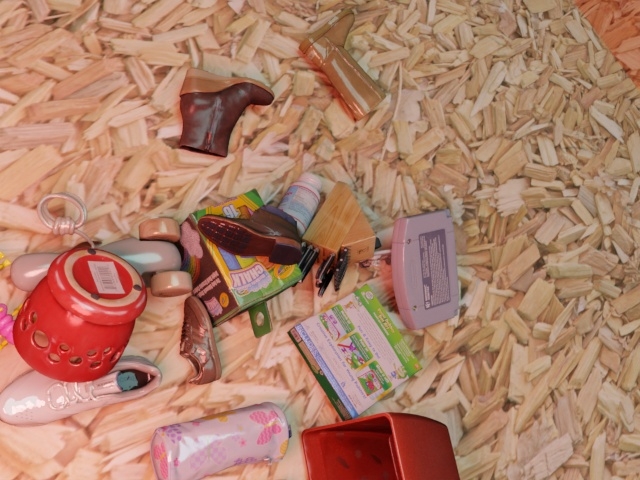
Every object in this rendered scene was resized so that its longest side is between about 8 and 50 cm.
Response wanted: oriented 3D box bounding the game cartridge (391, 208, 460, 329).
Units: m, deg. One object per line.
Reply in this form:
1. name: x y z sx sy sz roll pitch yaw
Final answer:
1. game cartridge: 0.273 0.075 1.680 0.196 0.060 0.294 -12 100 -38

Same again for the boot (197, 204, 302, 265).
1. boot: -0.140 -0.026 1.315 0.219 0.082 0.106 21 39 -18

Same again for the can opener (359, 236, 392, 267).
1. can opener: 0.198 0.020 1.704 0.281 0.074 0.093 -4 73 -33

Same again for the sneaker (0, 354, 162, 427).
1. sneaker: -0.433 0.265 1.184 0.297 0.129 0.110 -11 83 -32

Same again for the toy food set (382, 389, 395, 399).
1. toy food set: 0.147 0.346 1.569 0.083 0.020 0.083 31 58 -17

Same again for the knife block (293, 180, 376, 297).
1. knife block: 0.000 0.000 1.575 0.242 0.088 0.275 -15 53 -12

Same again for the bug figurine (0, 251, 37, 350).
1. bug figurine: -0.629 0.145 1.106 0.279 0.072 0.216 -46 105 -17

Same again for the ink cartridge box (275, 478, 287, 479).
1. ink cartridge box: -0.057 0.667 1.283 0.165 0.065 0.332 -27 84 -36

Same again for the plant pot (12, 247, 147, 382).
1. plant pot: -0.409 0.120 1.113 0.191 0.174 0.191 26 30 -16

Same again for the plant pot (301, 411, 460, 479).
1. plant pot: 0.152 0.507 1.374 0.236 0.267 0.267 6 66 -44

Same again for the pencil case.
1. pencil case: -0.197 0.405 1.280 0.273 0.113 0.124 -4 92 -33

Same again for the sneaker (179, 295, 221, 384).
1. sneaker: -0.264 0.208 1.350 0.071 0.066 0.188 -12 76 -33

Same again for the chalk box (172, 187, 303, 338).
1. chalk box: -0.173 0.068 1.396 0.179 0.180 0.288 -26 86 -36

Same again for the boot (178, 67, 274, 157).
1. boot: -0.230 -0.302 1.594 0.249 0.090 0.206 6 79 -30

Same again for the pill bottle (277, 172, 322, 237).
1. pill bottle: -0.053 -0.087 1.590 0.087 0.087 0.160 34 56 -15

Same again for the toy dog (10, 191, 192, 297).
1. toy dog: -0.420 0.052 1.298 0.334 0.161 0.220 14 65 -9

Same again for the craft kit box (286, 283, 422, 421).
1. craft kit box: 0.085 0.260 1.531 0.247 0.061 0.249 -26 78 -33

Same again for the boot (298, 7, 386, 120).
1. boot: 0.093 -0.507 1.863 0.269 0.089 0.236 48 64 -5
